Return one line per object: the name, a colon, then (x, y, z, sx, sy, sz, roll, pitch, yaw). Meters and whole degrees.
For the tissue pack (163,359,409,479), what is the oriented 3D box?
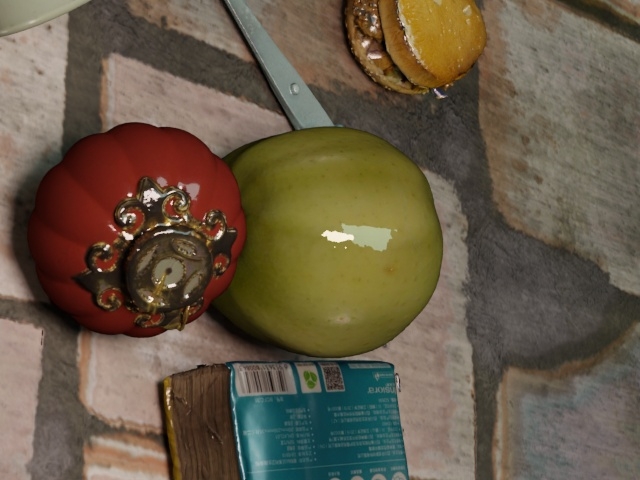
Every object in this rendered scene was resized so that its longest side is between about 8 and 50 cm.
tissue pack: (-0.035, 0.229, 2.005, 0.271, 0.134, 0.192, 5, 75, -46)

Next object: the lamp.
lamp: (-0.187, -0.012, 1.873, 0.227, 0.227, 0.227, 16, 67, -43)

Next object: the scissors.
scissors: (-0.014, -0.147, 2.217, 0.447, 0.029, 0.192, 57, 46, -19)

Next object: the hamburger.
hamburger: (0.108, -0.272, 2.323, 0.191, 0.118, 0.182, 2, 74, -50)

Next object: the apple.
apple: (0.000, 0.000, 2.021, 0.279, 0.279, 0.279, 16, 67, -43)

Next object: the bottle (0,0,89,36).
bottle: (-0.335, -0.392, 1.807, 0.229, 0.229, 0.352, -49, 120, -43)
